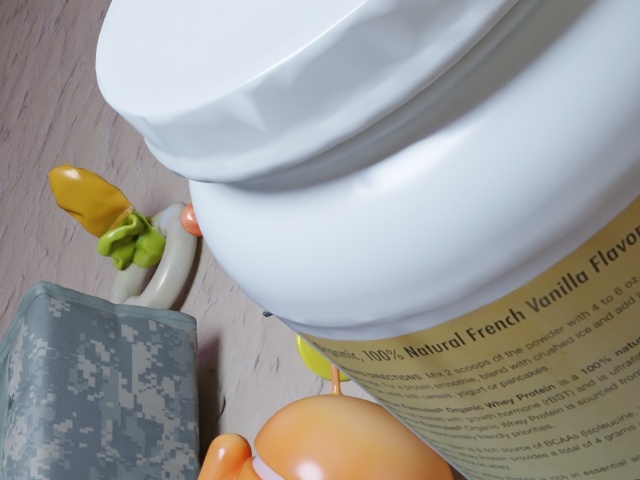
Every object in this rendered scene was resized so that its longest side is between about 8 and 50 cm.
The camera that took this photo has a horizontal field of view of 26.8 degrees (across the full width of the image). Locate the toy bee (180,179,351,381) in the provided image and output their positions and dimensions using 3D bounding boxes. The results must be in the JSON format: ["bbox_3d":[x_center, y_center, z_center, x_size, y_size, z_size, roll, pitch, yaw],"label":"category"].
[{"bbox_3d":[0.000,0.000,0.861,0.298,0.162,0.195,-38,45,41],"label":"toy bee"}]

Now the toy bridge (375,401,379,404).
[{"bbox_3d":[0.075,0.086,0.818,0.188,0.026,0.063,-39,35,43],"label":"toy bridge"}]

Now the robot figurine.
[{"bbox_3d":[0.000,0.184,0.768,0.219,0.128,0.158,-66,24,3],"label":"robot figurine"}]

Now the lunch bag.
[{"bbox_3d":[-0.217,0.214,1.103,0.287,0.169,0.235,-53,32,41],"label":"lunch bag"}]

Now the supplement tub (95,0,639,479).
[{"bbox_3d":[0.095,-0.023,0.503,0.228,0.316,0.228,-31,35,25],"label":"supplement tub"}]

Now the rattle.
[{"bbox_3d":[-0.194,0.039,1.234,0.130,0.143,0.200,-11,51,37],"label":"rattle"}]
